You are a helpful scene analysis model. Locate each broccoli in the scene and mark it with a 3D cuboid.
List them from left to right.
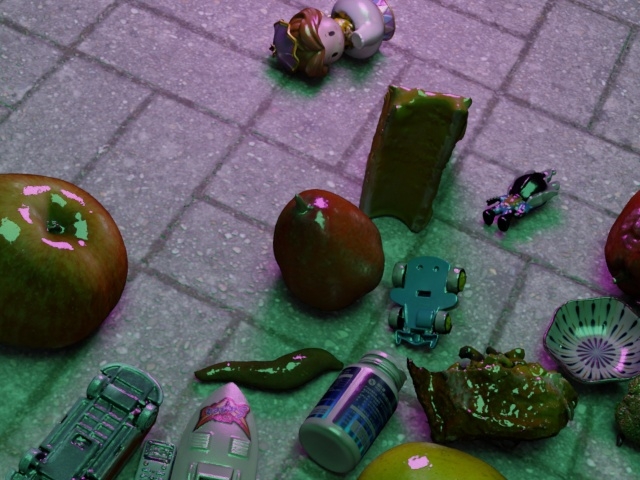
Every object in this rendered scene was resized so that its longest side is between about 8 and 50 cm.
[{"bbox_3d":[0.551,0.284,1.923,0.130,0.131,0.120,-3,12,3],"label":"broccoli"}]

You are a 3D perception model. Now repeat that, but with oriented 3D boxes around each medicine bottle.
[{"bbox_3d":[0.056,0.265,1.839,0.107,0.107,0.191,30,51,14],"label":"medicine bottle"}]

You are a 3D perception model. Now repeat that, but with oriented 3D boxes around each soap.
[{"bbox_3d":[0.193,-0.236,2.132,0.169,0.339,0.304,15,51,-1],"label":"soap"}]

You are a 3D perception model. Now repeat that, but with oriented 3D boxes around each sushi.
[{"bbox_3d":[0.279,0.244,1.878,0.296,0.167,0.179,0,73,-3],"label":"sushi"}]

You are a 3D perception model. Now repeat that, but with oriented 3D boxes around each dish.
[{"bbox_3d":[0.478,0.187,2.004,0.190,0.066,0.191,-4,49,4],"label":"dish"}]

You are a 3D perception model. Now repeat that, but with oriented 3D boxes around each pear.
[{"bbox_3d":[0.161,0.418,1.624,0.294,0.294,0.294,5,50,-7],"label":"pear"}]

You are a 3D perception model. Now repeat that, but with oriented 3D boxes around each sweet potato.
[{"bbox_3d":[-0.078,0.213,1.892,0.249,0.060,0.069,-7,32,-12],"label":"sweet potato"}]

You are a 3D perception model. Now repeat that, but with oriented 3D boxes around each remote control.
[{"bbox_3d":[-0.255,0.358,1.759,0.053,0.018,0.124,13,49,-1],"label":"remote control"}]

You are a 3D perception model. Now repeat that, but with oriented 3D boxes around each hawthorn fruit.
[{"bbox_3d":[0.000,0.000,1.962,0.199,0.251,0.200,-12,54,17],"label":"hawthorn fruit"},{"bbox_3d":[0.615,0.009,2.101,0.260,0.224,0.224,-30,61,-13],"label":"hawthorn fruit"}]

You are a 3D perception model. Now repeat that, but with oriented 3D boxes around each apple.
[{"bbox_3d":[-0.459,0.022,1.849,0.309,0.250,0.278,-9,53,-21],"label":"apple"}]

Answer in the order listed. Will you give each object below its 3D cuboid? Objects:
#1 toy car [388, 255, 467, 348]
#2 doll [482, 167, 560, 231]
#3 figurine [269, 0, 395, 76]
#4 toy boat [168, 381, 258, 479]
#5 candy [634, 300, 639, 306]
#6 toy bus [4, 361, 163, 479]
[{"bbox_3d":[0.190,0.113,2.019,0.126,0.098,0.162,3,75,26],"label":"toy car"},{"bbox_3d":[0.391,-0.088,2.225,0.096,0.070,0.195,29,53,35],"label":"doll"},{"bbox_3d":[0.020,-0.420,2.387,0.263,0.142,0.189,-24,27,-26],"label":"figurine"},{"bbox_3d":[-0.159,0.338,1.748,0.129,0.088,0.295,11,50,-2],"label":"toy boat"},{"bbox_3d":[0.649,0.192,2.010,0.101,0.143,0.271,-47,64,5],"label":"candy"},{"bbox_3d":[-0.339,0.308,1.717,0.121,0.120,0.265,27,51,12],"label":"toy bus"}]
